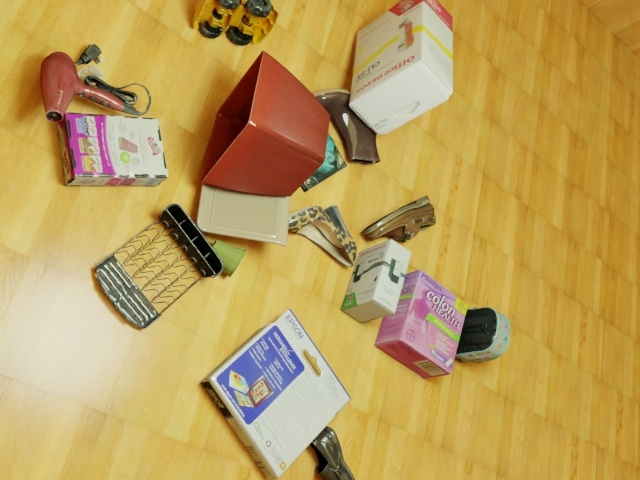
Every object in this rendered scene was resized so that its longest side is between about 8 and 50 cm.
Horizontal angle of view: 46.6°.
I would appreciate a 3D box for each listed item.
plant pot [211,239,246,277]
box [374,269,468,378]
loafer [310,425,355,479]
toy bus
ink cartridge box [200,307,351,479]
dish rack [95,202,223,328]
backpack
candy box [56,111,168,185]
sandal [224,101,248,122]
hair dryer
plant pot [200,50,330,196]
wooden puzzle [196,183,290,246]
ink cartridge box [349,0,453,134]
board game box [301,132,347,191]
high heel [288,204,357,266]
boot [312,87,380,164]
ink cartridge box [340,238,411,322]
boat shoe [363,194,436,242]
[{"bbox_3d":[-0.243,0.038,1.882,0.079,0.083,0.083,33,57,-11],"label":"plant pot"},{"bbox_3d":[0.303,0.250,2.208,0.214,0.117,0.242,36,55,-23],"label":"box"},{"bbox_3d":[0.025,0.592,1.910,0.078,0.080,0.219,-18,82,-30],"label":"loafer"},{"bbox_3d":[-0.252,-0.678,2.077,0.220,0.149,0.211,2,61,-35],"label":"toy bus"},{"bbox_3d":[-0.106,0.381,1.879,0.307,0.072,0.303,-40,100,-42],"label":"ink cartridge box"},{"bbox_3d":[-0.384,0.066,1.758,0.208,0.074,0.271,54,51,-10],"label":"dish rack"},{"bbox_3d":[0.498,0.293,2.300,0.144,0.188,0.165,29,59,-28],"label":"backpack"},{"bbox_3d":[-0.492,-0.213,1.767,0.234,0.071,0.159,-2,75,-38],"label":"candy box"},{"bbox_3d":[-0.188,-0.341,2.069,0.179,0.040,0.067,34,57,-25],"label":"sandal"},{"bbox_3d":[-0.536,-0.355,1.719,0.224,0.080,0.293,40,42,2],"label":"hair dryer"},{"bbox_3d":[-0.125,-0.266,1.902,0.236,0.267,0.267,24,50,-23],"label":"plant pot"},{"bbox_3d":[-0.196,-0.094,1.932,0.239,0.044,0.220,12,55,-15],"label":"wooden puzzle"},{"bbox_3d":[0.249,-0.549,2.269,0.160,0.279,0.384,38,41,-32],"label":"ink cartridge box"},{"bbox_3d":[-0.013,-0.233,2.181,0.186,0.026,0.126,-35,97,-40],"label":"board game box"},{"bbox_3d":[0.000,0.000,2.064,0.261,0.093,0.186,-11,76,-49],"label":"high heel"},{"bbox_3d":[0.083,-0.343,2.250,0.249,0.090,0.206,6,70,-41],"label":"boot"},{"bbox_3d":[0.160,0.115,2.118,0.087,0.153,0.208,35,56,-23],"label":"ink cartridge box"},{"bbox_3d":[0.258,-0.048,2.276,0.307,0.111,0.104,-26,91,-40],"label":"boat shoe"}]
